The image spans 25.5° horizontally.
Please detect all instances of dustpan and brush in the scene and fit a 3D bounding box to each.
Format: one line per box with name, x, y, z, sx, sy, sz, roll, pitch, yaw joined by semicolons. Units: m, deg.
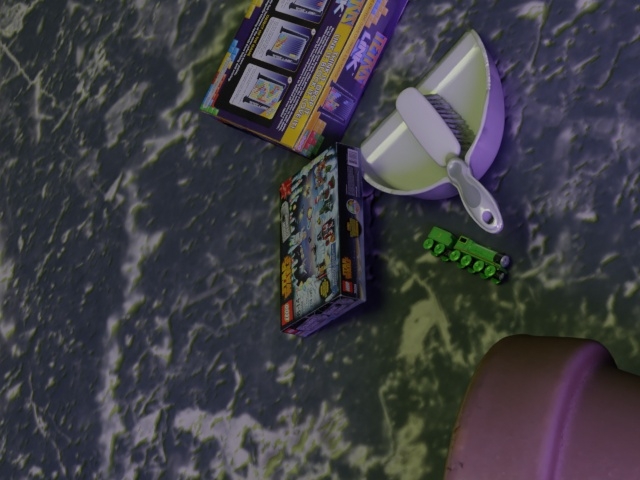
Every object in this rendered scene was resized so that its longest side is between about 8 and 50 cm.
dustpan and brush;0.101;-0.068;1.098;0.147;0.060;0.211;-46;47;17

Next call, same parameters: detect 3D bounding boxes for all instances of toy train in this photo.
toy train;0.113;0.010;1.086;0.083;0.017;0.024;25;78;45

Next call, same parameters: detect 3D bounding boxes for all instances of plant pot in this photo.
plant pot;0.208;0.186;0.785;0.229;0.263;0.263;0;71;25

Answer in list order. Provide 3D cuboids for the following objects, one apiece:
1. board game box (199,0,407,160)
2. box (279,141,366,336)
board game box;-0.016;-0.166;1.256;0.141;0.048;0.170;26;90;43
box;0.000;0.000;1.163;0.094;0.027;0.137;-35;49;50
